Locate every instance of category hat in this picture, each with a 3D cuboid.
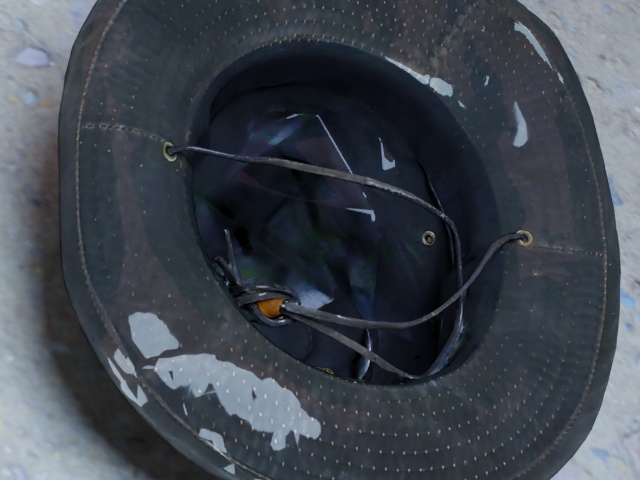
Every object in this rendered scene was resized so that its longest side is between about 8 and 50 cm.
[{"bbox_3d":[0.000,0.000,0.825,0.331,0.134,0.331,9,63,-18],"label":"hat"}]
